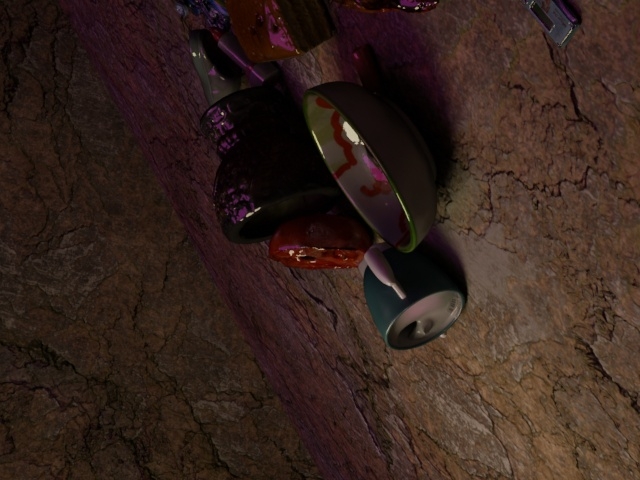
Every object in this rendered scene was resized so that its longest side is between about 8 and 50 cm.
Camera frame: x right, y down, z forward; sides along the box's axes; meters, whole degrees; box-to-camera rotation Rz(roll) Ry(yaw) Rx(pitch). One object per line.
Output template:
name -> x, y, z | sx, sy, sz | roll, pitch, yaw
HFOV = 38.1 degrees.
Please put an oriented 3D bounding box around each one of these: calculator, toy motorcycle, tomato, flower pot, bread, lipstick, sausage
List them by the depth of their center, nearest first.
calculator -> 0.253, -0.314, 1.131 | 0.172, 0.018, 0.057 | 55, 162, 13
bread -> 0.070, -0.400, 1.363 | 0.269, 0.095, 0.139 | 18, 159, 45
sausage -> 0.079, -0.290, 1.572 | 0.034, 0.034, 0.083 | 22, 139, 61
bread -> -0.092, -0.423, 1.698 | 0.234, 0.110, 0.184 | 14, 130, 65
flower pot -> -0.122, -0.164, 1.948 | 0.266, 0.266, 0.267 | 120, 129, -68
tomato -> 0.001, -0.004, 1.963 | 0.228, 0.228, 0.101 | 137, 132, -70
lipstick -> -0.167, -0.397, 1.969 | 0.186, 0.057, 0.063 | 45, 156, 14
toy motorcycle -> -0.267, -0.555, 1.990 | 0.254, 0.092, 0.135 | 49, 150, 6

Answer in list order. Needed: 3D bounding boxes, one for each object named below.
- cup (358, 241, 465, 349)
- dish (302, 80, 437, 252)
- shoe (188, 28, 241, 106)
cup -> 0.156, 0.090, 1.739 | 0.173, 0.167, 0.299 | 57, -172, 37
dish -> 0.109, -0.146, 1.572 | 0.324, 0.124, 0.324 | 54, 170, 15
shoe -> -0.226, -0.386, 2.138 | 0.100, 0.103, 0.251 | 0, 146, 19
